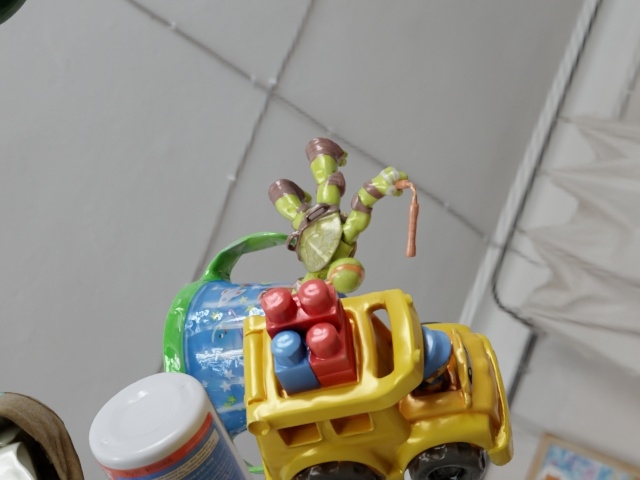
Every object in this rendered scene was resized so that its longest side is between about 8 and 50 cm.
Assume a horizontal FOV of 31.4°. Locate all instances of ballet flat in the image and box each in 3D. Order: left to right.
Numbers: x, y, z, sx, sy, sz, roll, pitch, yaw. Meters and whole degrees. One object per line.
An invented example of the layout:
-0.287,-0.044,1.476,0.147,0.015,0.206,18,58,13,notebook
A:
-0.204,0.275,0.884,0.116,0.342,0.124,-20,-14,-5,ballet flat

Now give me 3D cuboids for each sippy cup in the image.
-0.067,0.155,1.612,0.240,0.224,0.305,-44,-60,-59,sippy cup

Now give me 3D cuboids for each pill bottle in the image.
-0.131,0.251,1.139,0.124,0.124,0.221,-43,-55,-30,pill bottle

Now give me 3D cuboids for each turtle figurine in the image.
0.000,0.000,1.247,0.087,0.217,0.269,12,-57,-27,turtle figurine

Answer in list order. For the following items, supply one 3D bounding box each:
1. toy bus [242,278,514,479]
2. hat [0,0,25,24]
0.038,0.108,0.946,0.211,0.220,0.149,71,-170,-47,toy bus
-0.437,-0.357,1.314,0.208,0.183,0.173,-51,-24,-46,hat
